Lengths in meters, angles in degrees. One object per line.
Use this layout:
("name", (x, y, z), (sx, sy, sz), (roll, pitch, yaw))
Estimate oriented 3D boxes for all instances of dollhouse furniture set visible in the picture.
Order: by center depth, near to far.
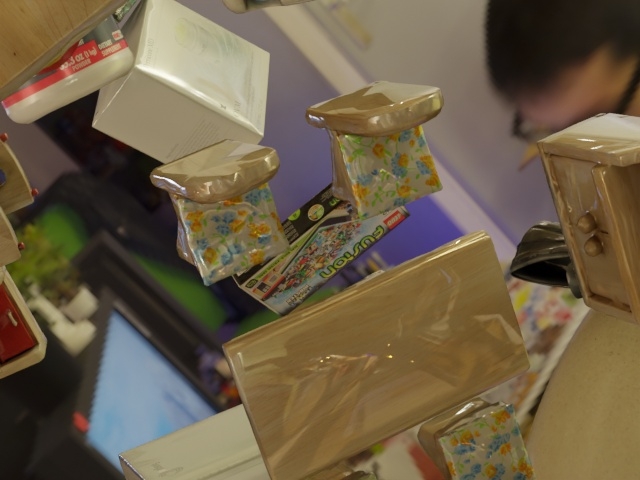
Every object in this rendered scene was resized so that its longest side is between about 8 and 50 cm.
("dollhouse furniture set", (0.134, 0.057, 1.040), (0.394, 0.362, 0.256), (-24, 15, -16))
("dollhouse furniture set", (-0.267, 0.035, 1.098), (0.128, 0.184, 0.129), (-23, 23, 3))

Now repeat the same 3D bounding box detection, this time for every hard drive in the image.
("hard drive", (-0.018, 0.165, 1.270), (0.307, 0.040, 0.203), (-20, 6, -16))

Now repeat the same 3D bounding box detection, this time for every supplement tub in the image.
("supplement tub", (-0.391, -0.313, 1.912), (0.191, 0.272, 0.191), (-26, 10, 5))

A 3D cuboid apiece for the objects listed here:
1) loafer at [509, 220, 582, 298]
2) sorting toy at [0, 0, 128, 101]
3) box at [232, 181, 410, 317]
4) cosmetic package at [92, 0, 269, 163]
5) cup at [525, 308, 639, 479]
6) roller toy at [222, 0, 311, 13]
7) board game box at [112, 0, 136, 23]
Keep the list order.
("loafer", (0.306, 0.033, 1.560), (0.223, 0.076, 0.078), (12, 57, 48))
("sorting toy", (-0.262, -0.287, 1.280), (0.255, 0.257, 0.089), (-38, -13, 2))
("box", (0.000, 0.000, 1.709), (0.207, 0.114, 0.036), (-39, 54, 8))
("cosmetic package", (-0.208, -0.232, 2.155), (0.138, 0.224, 0.224), (-49, 25, 34))
("cup", (0.386, 0.188, 1.580), (0.331, 0.331, 0.237), (-11, 75, 61))
("roller toy", (-0.064, -0.353, 1.549), (0.146, 0.209, 0.191), (-10, 36, 2))
("board game box", (-0.346, -0.335, 2.166), (0.186, 0.026, 0.126), (-25, 26, 40))
